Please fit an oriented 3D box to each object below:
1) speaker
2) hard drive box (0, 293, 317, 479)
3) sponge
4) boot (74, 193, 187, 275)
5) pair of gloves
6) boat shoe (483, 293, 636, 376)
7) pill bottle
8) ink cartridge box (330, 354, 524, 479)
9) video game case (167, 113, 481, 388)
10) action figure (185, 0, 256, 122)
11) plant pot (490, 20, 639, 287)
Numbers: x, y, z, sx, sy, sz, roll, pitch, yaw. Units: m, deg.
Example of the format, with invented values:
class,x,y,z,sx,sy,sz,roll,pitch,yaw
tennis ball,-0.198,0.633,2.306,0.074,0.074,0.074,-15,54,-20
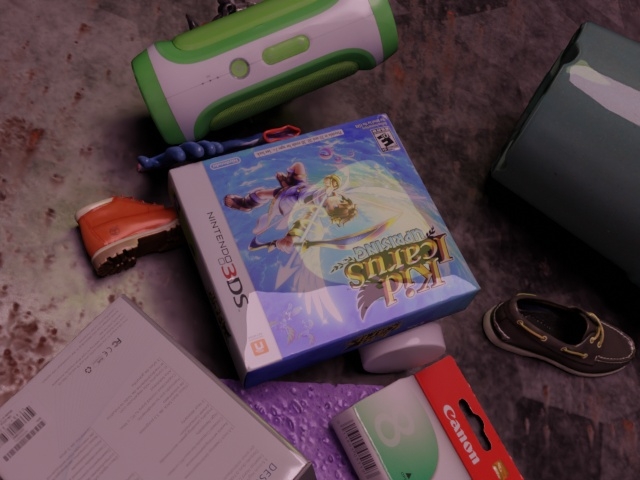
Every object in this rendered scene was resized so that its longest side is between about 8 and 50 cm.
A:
class,x,y,z,sx,sy,sz,roll,pitch,yaw
speaker,-0.064,-0.218,0.937,0.296,0.131,0.131,-23,70,-2
hard drive box,-0.149,0.191,0.682,0.232,0.089,0.181,38,71,20
sponge,-0.021,0.214,0.863,0.210,0.031,0.117,6,60,-21
boot,-0.201,-0.027,0.909,0.158,0.059,0.085,-22,68,-32
pair of gloves,-0.129,-0.110,0.937,0.198,0.159,0.023,-15,97,-32
boat shoe,0.332,0.126,1.054,0.227,0.069,0.081,14,57,-17
pill bottle,0.077,0.046,0.955,0.119,0.119,0.208,0,62,-25
ink cartridge box,0.138,0.233,0.886,0.224,0.056,0.181,-19,74,-41
video game case,0.000,0.000,0.865,0.269,0.061,0.244,-18,68,-17
action figure,-0.070,-0.268,1.062,0.275,0.141,0.164,-29,105,3
plant pot,0.445,-0.115,1.110,0.334,0.341,0.341,30,53,5
